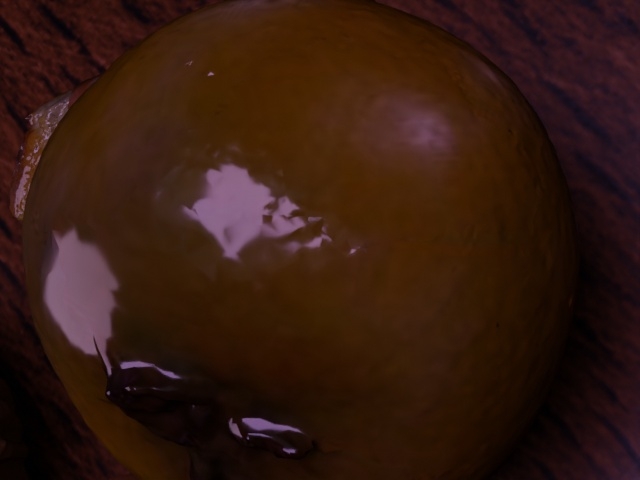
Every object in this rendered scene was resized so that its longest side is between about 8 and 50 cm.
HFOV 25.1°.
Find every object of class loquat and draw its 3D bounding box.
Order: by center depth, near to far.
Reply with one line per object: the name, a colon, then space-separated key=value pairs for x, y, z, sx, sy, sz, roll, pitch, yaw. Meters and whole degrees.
loquat: x=0.000 y=0.000 z=0.860 sx=0.328 sy=0.328 sz=0.359 roll=4 pitch=36 yaw=27

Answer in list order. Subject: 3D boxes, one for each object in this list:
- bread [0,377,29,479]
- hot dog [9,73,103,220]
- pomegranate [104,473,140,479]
bread: x=-0.323 y=0.166 z=1.057 sx=0.274 sy=0.149 sz=0.274 roll=-7 pitch=76 yaw=31
hot dog: x=-0.120 y=-0.075 z=1.048 sx=0.261 sy=0.093 sz=0.123 roll=-15 pitch=77 yaw=39
pomegranate: x=-0.115 y=0.242 z=0.913 sx=0.191 sy=0.191 sz=0.191 roll=-7 pitch=75 yaw=25
